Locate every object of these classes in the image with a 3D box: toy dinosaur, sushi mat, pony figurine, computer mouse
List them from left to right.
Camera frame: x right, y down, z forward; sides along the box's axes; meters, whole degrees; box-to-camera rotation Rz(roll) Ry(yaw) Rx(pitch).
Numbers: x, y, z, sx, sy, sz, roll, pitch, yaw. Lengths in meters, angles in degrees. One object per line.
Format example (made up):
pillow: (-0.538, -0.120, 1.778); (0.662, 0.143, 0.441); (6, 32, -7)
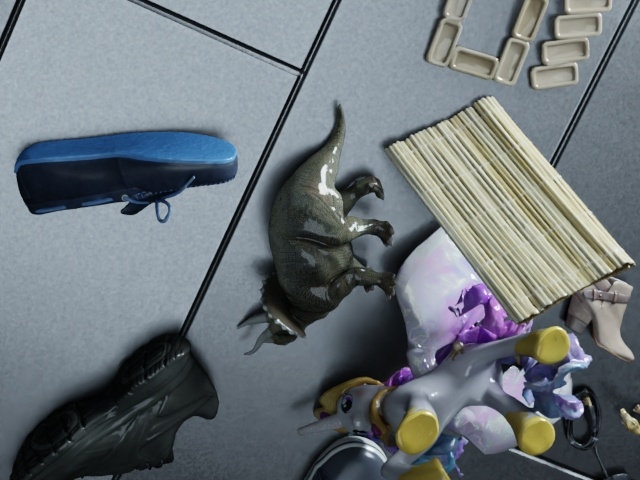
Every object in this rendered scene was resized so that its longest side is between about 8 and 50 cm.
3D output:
toy dinosaur: (0.000, 0.000, 1.776); (0.160, 0.121, 0.313); (-1, 109, -17)
pony figurine: (0.165, 0.159, 1.761); (0.351, 0.363, 0.303); (-31, 101, -16)
sushi mat: (0.209, -0.043, 1.711); (0.151, 0.316, 0.019); (-29, 141, -6)
computer mouse: (0.376, 0.304, 1.956); (0.071, 0.041, 0.242); (-24, 107, 0)
toy dinosaur: (0.454, 0.255, 1.926); (0.183, 0.092, 0.053); (16, 103, -12)

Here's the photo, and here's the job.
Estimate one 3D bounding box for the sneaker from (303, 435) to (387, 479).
sneaker: (0.010, 0.412, 1.890); (0.126, 0.127, 0.321); (19, 100, -11)

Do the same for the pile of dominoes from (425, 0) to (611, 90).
pile of dominoes: (0.254, -0.306, 1.783); (0.196, 0.040, 0.251); (16, 111, -13)

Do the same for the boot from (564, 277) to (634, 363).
boot: (0.370, 0.093, 1.897); (0.118, 0.042, 0.087); (30, 97, -15)

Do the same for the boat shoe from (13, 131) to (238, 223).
boat shoe: (-0.222, -0.074, 1.744); (0.258, 0.109, 0.089); (0, 113, 8)

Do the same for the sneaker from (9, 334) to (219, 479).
sneaker: (-0.249, 0.242, 1.817); (0.286, 0.109, 0.130); (-34, 114, 4)
